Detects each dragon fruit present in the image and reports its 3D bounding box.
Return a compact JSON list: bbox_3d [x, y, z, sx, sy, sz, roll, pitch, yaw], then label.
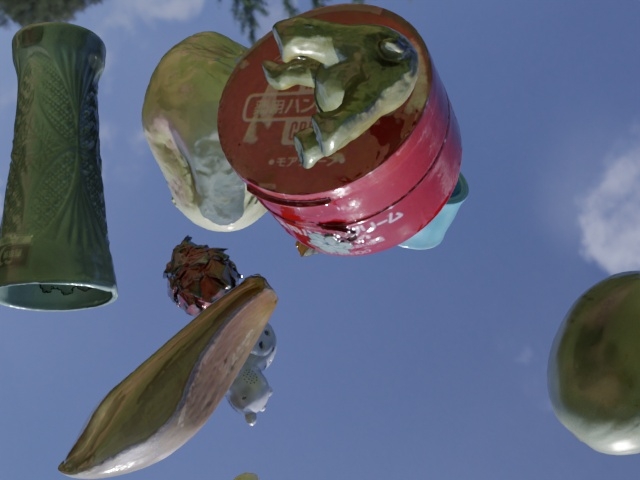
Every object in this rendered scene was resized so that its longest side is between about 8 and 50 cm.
[{"bbox_3d":[-0.264,0.093,2.039,0.188,0.182,0.182,16,-122,21],"label":"dragon fruit"}]

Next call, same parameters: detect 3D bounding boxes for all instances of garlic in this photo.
[{"bbox_3d":[-0.164,0.160,1.042,0.318,0.112,0.143,-52,178,-17],"label":"garlic"}]

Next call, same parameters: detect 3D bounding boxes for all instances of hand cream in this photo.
[{"bbox_3d":[0.024,-0.107,0.898,0.230,0.149,0.230,-9,-116,18],"label":"hand cream"}]

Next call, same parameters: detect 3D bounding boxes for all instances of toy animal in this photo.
[{"bbox_3d":[0.021,-0.118,0.686,0.101,0.103,0.218,-20,180,-7],"label":"toy animal"}]

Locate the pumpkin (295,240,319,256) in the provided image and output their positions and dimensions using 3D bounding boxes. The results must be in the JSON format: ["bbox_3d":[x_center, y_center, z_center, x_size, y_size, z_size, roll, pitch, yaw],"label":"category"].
[{"bbox_3d":[0.000,0.000,1.824,0.083,0.074,0.054,-49,-119,45],"label":"pumpkin"}]

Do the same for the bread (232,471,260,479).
[{"bbox_3d":[-0.148,0.491,1.480,0.181,0.251,0.039,-9,-147,-43],"label":"bread"}]

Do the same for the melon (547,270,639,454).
[{"bbox_3d":[0.497,0.188,1.418,0.271,0.272,0.308,1,-121,38],"label":"melon"}]

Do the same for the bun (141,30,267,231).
[{"bbox_3d":[-0.140,-0.193,1.536,0.213,0.361,0.361,-5,-133,27],"label":"bun"}]

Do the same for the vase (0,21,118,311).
[{"bbox_3d":[-0.208,-0.060,0.706,0.096,0.096,0.219,-13,-109,27],"label":"vase"}]

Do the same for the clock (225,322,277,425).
[{"bbox_3d":[-0.118,0.209,1.487,0.080,0.117,0.176,-27,-154,39],"label":"clock"}]

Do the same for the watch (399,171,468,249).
[{"bbox_3d":[0.107,-0.083,1.296,0.211,0.193,0.211,-169,-90,-68],"label":"watch"}]
